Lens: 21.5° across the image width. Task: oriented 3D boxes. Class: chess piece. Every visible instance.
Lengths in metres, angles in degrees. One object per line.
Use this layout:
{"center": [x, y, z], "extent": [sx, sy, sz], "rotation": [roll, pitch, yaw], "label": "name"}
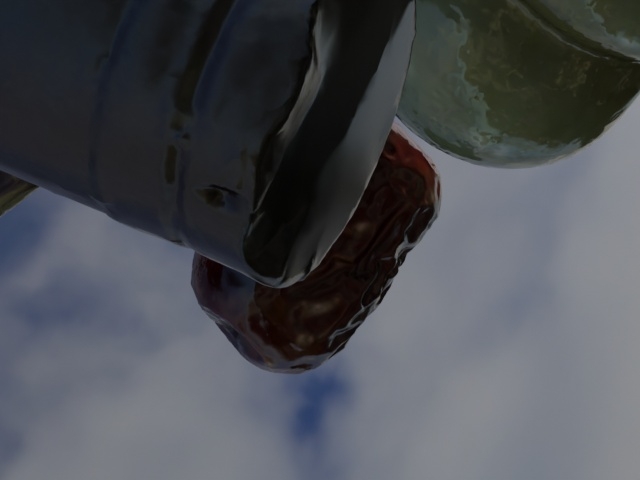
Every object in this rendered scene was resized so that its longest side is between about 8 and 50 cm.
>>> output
{"center": [0.099, -0.112, 0.479], "extent": [0.133, 0.243, 0.133], "rotation": [19, -130, -25], "label": "chess piece"}

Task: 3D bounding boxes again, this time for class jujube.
{"center": [0.000, 0.000, 1.386], "extent": [0.230, 0.155, 0.155], "rotation": [-46, -42, 1], "label": "jujube"}

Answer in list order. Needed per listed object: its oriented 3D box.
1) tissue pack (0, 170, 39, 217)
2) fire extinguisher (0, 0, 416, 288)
{"center": [-0.370, -0.080, 1.340], "extent": [0.344, 0.125, 0.242], "rotation": [-41, -79, -23], "label": "tissue pack"}
{"center": [-0.115, -0.073, 0.362], "extent": [0.072, 0.268, 0.089], "rotation": [-67, -15, -3], "label": "fire extinguisher"}
